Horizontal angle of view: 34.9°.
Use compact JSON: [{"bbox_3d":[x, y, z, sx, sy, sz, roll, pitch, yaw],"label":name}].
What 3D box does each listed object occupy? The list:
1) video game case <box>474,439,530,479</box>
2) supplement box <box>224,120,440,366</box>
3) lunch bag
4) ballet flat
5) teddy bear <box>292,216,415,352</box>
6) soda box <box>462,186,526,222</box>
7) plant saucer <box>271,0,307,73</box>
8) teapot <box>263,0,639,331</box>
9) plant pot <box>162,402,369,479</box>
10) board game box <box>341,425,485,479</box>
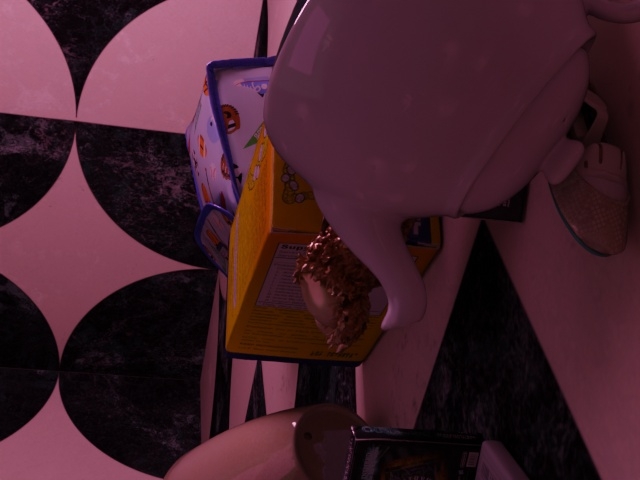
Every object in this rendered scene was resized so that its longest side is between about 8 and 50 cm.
[{"bbox_3d":[0.154,0.280,0.815,0.190,0.022,0.173,-124,42,-71],"label":"video game case"},{"bbox_3d":[0.000,0.000,1.275,0.356,0.194,0.195,116,157,-58],"label":"supplement box"},{"bbox_3d":[-0.102,-0.085,1.767,0.328,0.239,0.385,137,121,-72],"label":"lunch bag"},{"bbox_3d":[0.189,-0.063,0.725,0.168,0.057,0.052,-96,26,-45],"label":"ballet flat"},{"bbox_3d":[0.065,-0.053,0.969,0.245,0.113,0.338,85,-157,-61],"label":"teddy bear"},{"bbox_3d":[0.154,-0.102,0.898,0.053,0.060,0.169,-141,57,-78],"label":"soda box"},{"bbox_3d":[0.049,-0.241,1.027,0.317,0.044,0.317,-57,-9,-15],"label":"plant saucer"},{"bbox_3d":[0.100,-0.110,0.688,0.252,0.187,0.256,-45,-13,-37],"label":"teapot"},{"bbox_3d":[-0.042,0.324,1.305,0.274,0.256,0.256,-47,35,43],"label":"plant pot"},{"bbox_3d":[0.075,0.261,0.949,0.026,0.126,0.186,-112,30,-67],"label":"board game box"}]
